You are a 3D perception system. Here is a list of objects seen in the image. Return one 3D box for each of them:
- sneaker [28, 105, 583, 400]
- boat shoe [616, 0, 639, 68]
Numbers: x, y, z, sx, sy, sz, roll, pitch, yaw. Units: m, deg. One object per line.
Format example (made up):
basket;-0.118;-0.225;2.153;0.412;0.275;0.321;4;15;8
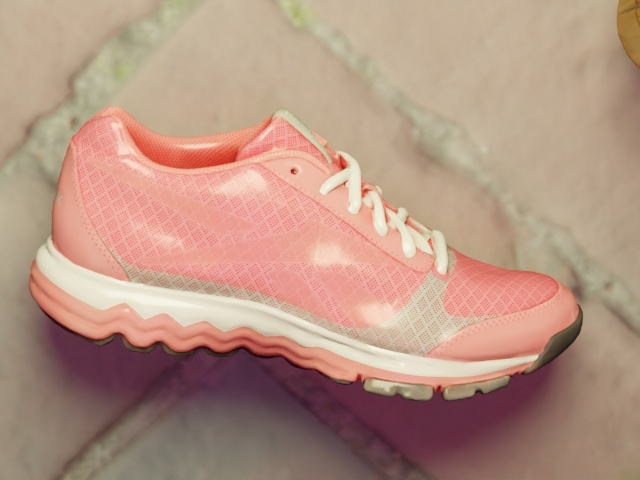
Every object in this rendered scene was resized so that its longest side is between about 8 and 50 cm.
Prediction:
sneaker;0.000;0.000;0.852;0.314;0.116;0.136;8;106;-5
boat shoe;0.293;-0.218;0.807;0.123;0.123;0.342;21;103;-40
